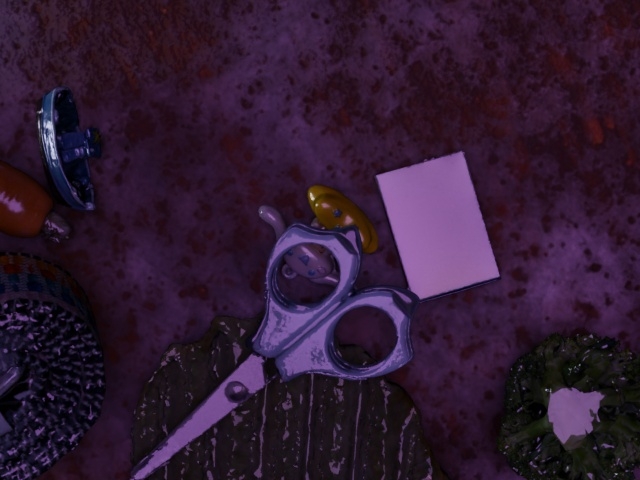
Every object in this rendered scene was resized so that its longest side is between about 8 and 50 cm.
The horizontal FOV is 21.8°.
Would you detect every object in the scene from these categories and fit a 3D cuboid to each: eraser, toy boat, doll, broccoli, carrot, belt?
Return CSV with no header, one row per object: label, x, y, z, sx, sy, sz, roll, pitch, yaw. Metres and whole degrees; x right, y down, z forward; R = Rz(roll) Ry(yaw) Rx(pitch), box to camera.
eraser,0.127,-0.015,1.819,0.103,0.023,0.150,-17,90,-1
toy boat,-0.267,-0.098,1.792,0.060,0.060,0.137,-9,87,20
doll,-0.006,-0.005,1.803,0.135,0.071,0.113,22,110,1
broccoli,0.277,0.186,1.756,0.195,0.156,0.195,0,85,5
carrot,-0.413,-0.089,1.790,0.336,0.069,0.069,30,90,2
belt,-0.361,0.149,1.736,0.295,0.160,0.207,-43,118,9

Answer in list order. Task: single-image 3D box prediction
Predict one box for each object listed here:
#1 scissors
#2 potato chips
scissors,-0.066,0.138,1.754,0.360,0.029,0.191,-41,91,1
potato chips,-0.030,0.291,1.795,0.358,0.070,0.429,1,89,2
